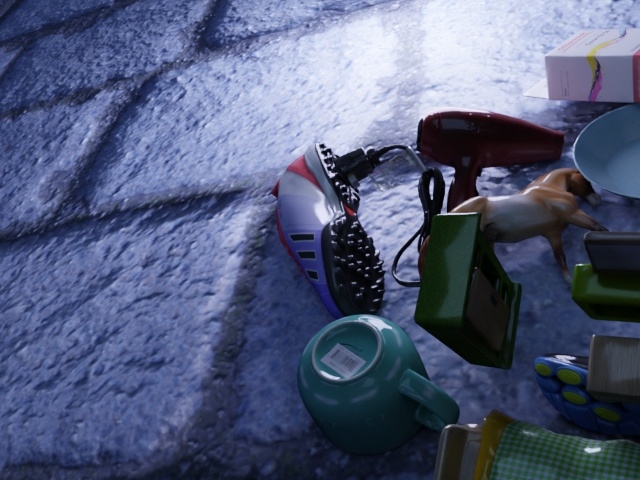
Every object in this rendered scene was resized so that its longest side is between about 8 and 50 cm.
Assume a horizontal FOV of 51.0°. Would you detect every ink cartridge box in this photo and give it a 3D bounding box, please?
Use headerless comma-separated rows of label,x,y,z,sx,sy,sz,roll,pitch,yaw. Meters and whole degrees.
ink cartridge box,0.387,-0.240,0.914,0.198,0.067,0.115,13,39,43

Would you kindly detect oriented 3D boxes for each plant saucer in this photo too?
plant saucer,0.406,-0.100,0.800,0.195,0.037,0.195,-13,40,12

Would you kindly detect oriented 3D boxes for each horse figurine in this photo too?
horse figurine,0.220,-0.003,0.767,0.263,0.066,0.174,-17,51,-1

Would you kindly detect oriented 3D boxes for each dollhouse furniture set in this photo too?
dollhouse furniture set,0.178,0.145,0.517,0.198,0.151,0.301,1,66,30

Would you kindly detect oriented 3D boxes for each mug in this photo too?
mug,0.054,0.138,0.693,0.158,0.097,0.129,-15,42,14

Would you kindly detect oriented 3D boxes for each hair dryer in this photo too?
hair dryer,0.186,-0.076,0.880,0.294,0.080,0.223,-29,70,-4

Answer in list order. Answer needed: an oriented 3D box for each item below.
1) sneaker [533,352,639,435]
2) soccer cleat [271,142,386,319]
sneaker,0.292,0.133,0.611,0.188,0.067,0.078,1,26,31
soccer cleat,0.000,0.000,0.880,0.116,0.109,0.318,-36,39,22
